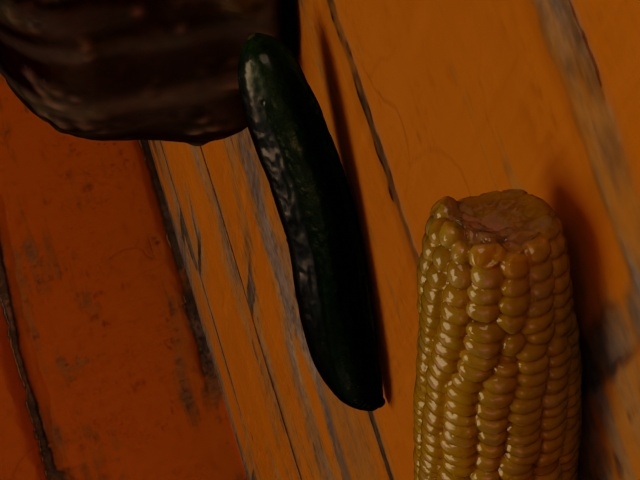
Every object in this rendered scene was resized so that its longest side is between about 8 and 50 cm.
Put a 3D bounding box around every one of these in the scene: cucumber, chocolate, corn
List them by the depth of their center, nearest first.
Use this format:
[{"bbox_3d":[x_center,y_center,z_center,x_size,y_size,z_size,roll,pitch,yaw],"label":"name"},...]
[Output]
[{"bbox_3d":[0.068,0.067,0.596,0.067,0.067,0.206,-116,16,-49],"label":"corn"},{"bbox_3d":[0.000,0.000,0.965,0.056,0.056,0.284,-120,12,-60],"label":"cucumber"},{"bbox_3d":[-0.144,-0.202,1.009,0.340,0.210,0.225,85,165,-51],"label":"chocolate"}]
